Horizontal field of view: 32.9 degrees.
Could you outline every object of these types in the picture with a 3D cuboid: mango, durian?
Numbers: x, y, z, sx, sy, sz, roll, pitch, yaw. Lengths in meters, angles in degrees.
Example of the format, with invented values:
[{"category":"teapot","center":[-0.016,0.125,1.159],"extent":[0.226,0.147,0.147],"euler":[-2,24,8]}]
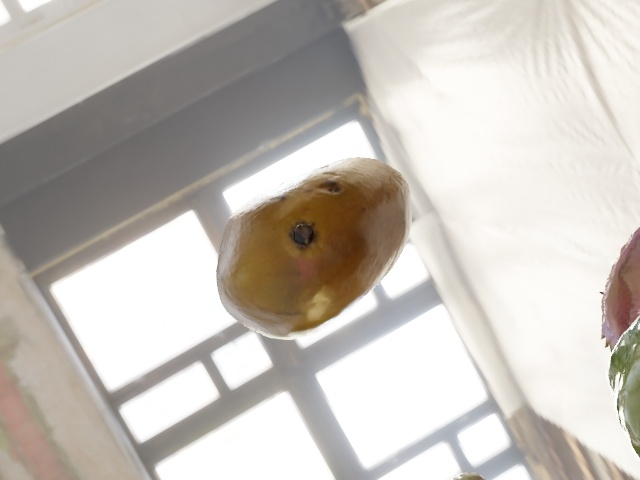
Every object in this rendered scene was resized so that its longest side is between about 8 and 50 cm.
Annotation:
[{"category":"mango","center":[0.000,0.000,0.813],"extent":[0.109,0.147,0.227],"euler":[43,22,7]},{"category":"durian","center":[0.516,0.034,1.536],"extent":[0.112,0.341,0.191],"euler":[21,26,-10]}]

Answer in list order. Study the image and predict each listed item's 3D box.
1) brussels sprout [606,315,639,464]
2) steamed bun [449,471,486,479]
[{"category":"brussels sprout","center":[0.277,0.096,0.779],"extent":[0.122,0.152,0.149],"euler":[56,-1,2]},{"category":"steamed bun","center":[0.104,0.416,1.156],"extent":[0.268,0.280,0.207],"euler":[-99,175,-52]}]
